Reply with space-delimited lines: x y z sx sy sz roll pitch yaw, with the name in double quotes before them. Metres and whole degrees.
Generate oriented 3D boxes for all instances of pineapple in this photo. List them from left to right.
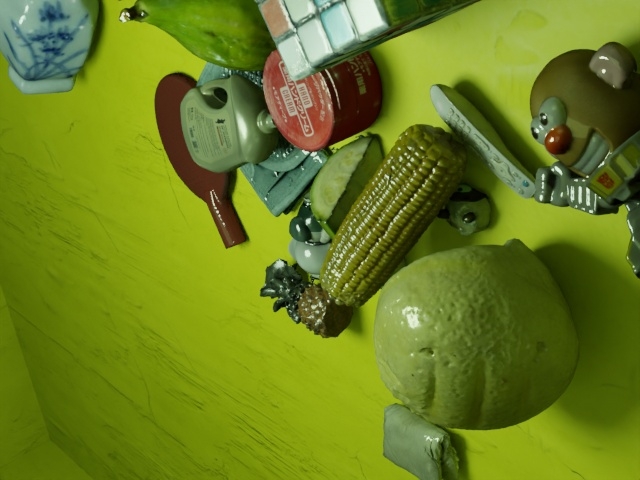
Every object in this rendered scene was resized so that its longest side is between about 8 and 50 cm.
"pineapple" -0.036 0.119 1.915 0.237 0.119 0.111 23 160 44

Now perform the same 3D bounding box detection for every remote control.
"remote control" 0.251 -0.157 1.395 0.229 0.044 0.073 47 166 12

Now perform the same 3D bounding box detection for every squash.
"squash" 0.100 -0.032 1.695 0.111 0.203 0.288 10 156 49

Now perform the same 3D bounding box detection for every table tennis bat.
"table tennis bat" -0.270 -0.179 2.067 0.268 0.051 0.415 -14 100 56

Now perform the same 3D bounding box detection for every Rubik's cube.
"Rubik's cube" 0.063 -0.406 1.280 0.253 0.259 0.256 -13 103 54

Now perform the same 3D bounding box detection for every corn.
"corn" 0.110 -0.036 1.493 0.131 0.131 0.344 47 121 21

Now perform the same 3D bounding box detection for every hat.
"hat" 0.233 -0.046 1.484 0.077 0.059 0.076 30 140 32

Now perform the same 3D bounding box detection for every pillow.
"pillow" 0.196 0.412 1.838 0.181 0.077 0.134 20 125 49

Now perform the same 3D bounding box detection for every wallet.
"wallet" -0.131 -0.234 1.825 0.342 0.075 0.237 56 143 10

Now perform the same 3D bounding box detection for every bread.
"bread" 0.236 0.152 1.402 0.321 0.320 0.237 105 156 -45

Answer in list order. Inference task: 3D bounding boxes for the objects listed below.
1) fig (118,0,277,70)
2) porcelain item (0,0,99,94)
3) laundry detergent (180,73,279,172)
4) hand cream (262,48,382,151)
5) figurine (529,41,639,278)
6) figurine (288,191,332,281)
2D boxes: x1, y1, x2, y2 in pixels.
"fig" -0.163 -0.390 1.569 0.233 0.314 0.233 8 113 20
"porcelain item" -0.650 -0.522 2.164 0.405 0.242 0.179 118 136 -54
"laundry detergent" -0.161 -0.222 1.732 0.253 0.091 0.181 0 106 50
"hand cream" 0.004 -0.259 1.578 0.193 0.125 0.193 32 137 36
"figurine" 0.377 -0.118 1.142 0.342 0.167 0.285 -48 67 40
"figurine" 0.000 0.000 1.760 0.147 0.126 0.193 31 133 41
